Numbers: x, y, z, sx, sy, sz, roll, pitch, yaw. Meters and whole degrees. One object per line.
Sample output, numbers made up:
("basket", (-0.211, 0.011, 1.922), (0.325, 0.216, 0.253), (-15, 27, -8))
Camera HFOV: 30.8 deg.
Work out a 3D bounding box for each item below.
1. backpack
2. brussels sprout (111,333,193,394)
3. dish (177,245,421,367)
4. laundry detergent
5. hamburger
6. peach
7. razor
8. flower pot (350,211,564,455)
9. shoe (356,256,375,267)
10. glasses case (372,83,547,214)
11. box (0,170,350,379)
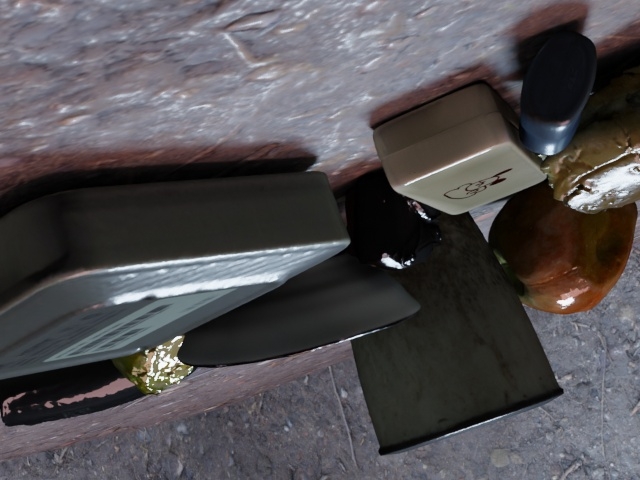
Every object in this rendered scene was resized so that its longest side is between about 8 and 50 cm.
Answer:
("backpack", (0.090, -0.022, 1.418), (0.106, 0.120, 0.165), (0, 175, 16))
("brussels sprout", (-0.226, 0.119, 1.563), (0.149, 0.122, 0.151), (-22, 143, -49))
("dish", (-0.037, 0.070, 1.459), (0.316, 0.106, 0.316), (-12, -177, 1))
("laundry detergent", (0.229, -0.138, 1.137), (0.061, 0.097, 0.206), (16, 179, 10))
("hamburger", (0.396, -0.134, 1.286), (0.309, 0.132, 0.211), (-16, 173, -39))
("peach", (0.384, -0.008, 1.811), (0.235, 0.214, 0.214), (-38, 173, -9))
("razor", (-0.349, 0.212, 1.851), (0.327, 0.107, 0.189), (-17, 169, -12))
("flower pot", (0.176, 0.133, 1.773), (0.293, 0.330, 0.293), (-19, 172, -3))
("shoe", (0.003, 0.076, 1.704), (0.099, 0.112, 0.227), (-11, 178, -36))
("glasses case", (0.162, -0.092, 1.279), (0.131, 0.070, 0.313), (-22, 170, 15))
("box", (-0.221, 0.047, 1.197), (0.396, 0.111, 0.396), (-8, 165, -47))
